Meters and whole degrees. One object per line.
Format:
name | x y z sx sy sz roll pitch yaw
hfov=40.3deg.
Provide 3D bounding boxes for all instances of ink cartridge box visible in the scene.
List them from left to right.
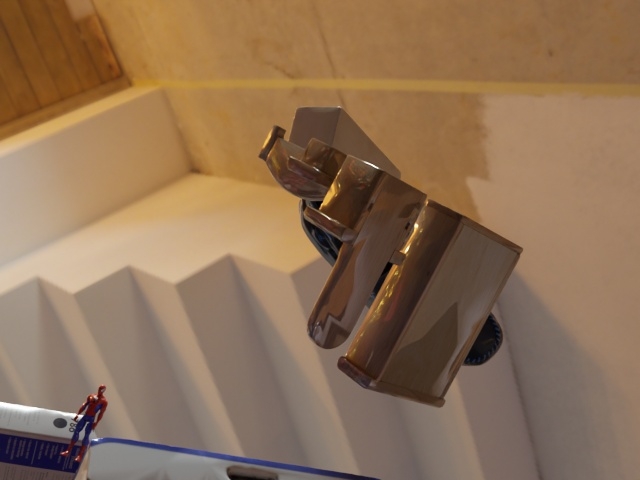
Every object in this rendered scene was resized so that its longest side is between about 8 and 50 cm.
ink cartridge box | -0.477 0.335 1.370 0.065 0.332 0.165 -97 -154 -55

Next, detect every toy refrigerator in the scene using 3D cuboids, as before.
toy refrigerator | 0.041 -0.126 1.509 0.094 0.102 0.269 5 -16 29

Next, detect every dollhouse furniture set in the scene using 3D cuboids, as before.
dollhouse furniture set | 0.000 0.000 0.892 0.303 0.174 0.355 24 5 -44

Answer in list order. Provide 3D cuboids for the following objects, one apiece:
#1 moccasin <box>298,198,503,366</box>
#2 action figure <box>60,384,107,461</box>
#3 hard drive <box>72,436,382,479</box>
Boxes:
moccasin | 0.096 0.050 1.174 0.342 0.138 0.117 36 -10 9
action figure | -0.345 0.268 1.294 0.038 0.115 0.030 18 -17 13
hard drive | -0.108 0.263 0.642 0.040 0.210 0.319 -100 -148 -46
